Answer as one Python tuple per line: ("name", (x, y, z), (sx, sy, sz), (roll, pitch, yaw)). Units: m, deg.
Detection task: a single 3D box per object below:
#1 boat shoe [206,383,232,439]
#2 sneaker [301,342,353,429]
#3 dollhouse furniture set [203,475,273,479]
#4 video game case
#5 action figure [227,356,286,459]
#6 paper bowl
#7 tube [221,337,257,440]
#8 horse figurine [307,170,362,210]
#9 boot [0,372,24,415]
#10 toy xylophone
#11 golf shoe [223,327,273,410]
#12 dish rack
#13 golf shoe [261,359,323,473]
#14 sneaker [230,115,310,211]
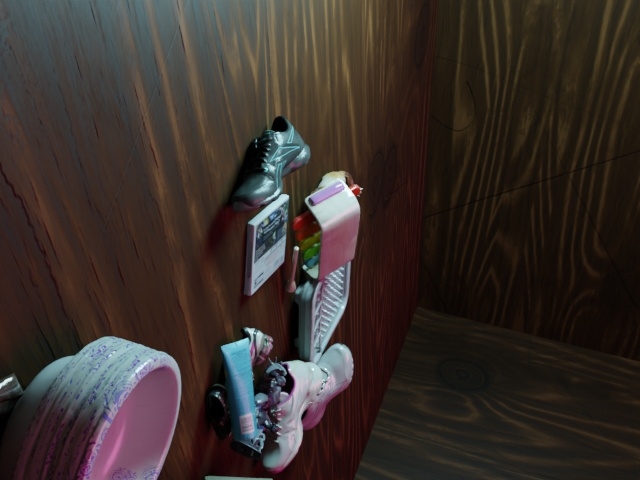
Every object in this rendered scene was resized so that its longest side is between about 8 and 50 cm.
("boat shoe", (-0.217, 0.369, 1.664), (0.042, 0.049, 0.133), (-57, 148, -60))
("sneaker", (-0.007, 0.423, 2.225), (0.297, 0.111, 0.129), (-61, 158, 11))
("dollhouse furniture set", (-0.163, 0.687, 1.585), (0.394, 0.362, 0.256), (-137, -126, -74))
("video game case", (-0.120, 0.007, 1.758), (0.190, 0.022, 0.173), (-47, 147, -59))
("action figure", (-0.137, 0.396, 1.878), (0.285, 0.099, 0.185), (-49, 143, -65))
("paper bowl", (-0.312, 0.267, 1.053), (0.284, 0.148, 0.284), (15, 90, -78))
("tube", (-0.169, 0.315, 1.659), (0.080, 0.052, 0.207), (-14, 101, -55))
("horse figurine", (0.025, -0.107, 2.069), (0.263, 0.066, 0.174), (-50, 145, -43))
("boot", (-0.390, 0.170, 0.928), (0.106, 0.037, 0.114), (-67, 163, 13))
("toy xylophone", (0.000, 0.000, 1.962), (0.236, 0.081, 0.322), (-26, 150, -29))
("golf shoe", (-0.181, 0.277, 1.715), (0.086, 0.067, 0.186), (32, 80, -31))
("dish rack", (0.003, 0.163, 2.215), (0.333, 0.072, 0.285), (-56, 153, -51))
("golf shoe", (-0.104, 0.455, 2.064), (0.140, 0.115, 0.306), (29, 77, -48))
("sneaker", (-0.114, -0.152, 1.570), (0.267, 0.101, 0.106), (-57, 133, -48))
